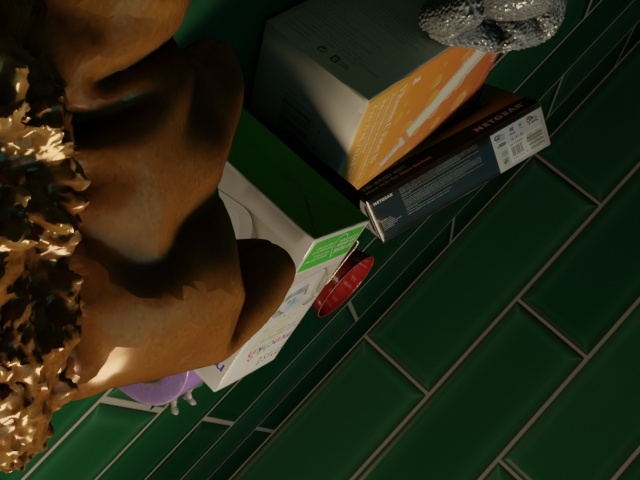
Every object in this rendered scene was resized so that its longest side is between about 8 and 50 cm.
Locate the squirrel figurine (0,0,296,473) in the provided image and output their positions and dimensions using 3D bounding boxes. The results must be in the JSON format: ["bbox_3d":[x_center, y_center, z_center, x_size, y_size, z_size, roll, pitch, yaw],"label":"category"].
[{"bbox_3d":[-0.174,-0.077,0.481,0.397,0.281,0.370,-52,159,-56],"label":"squirrel figurine"}]

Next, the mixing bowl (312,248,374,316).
[{"bbox_3d":[0.025,0.075,1.749,0.181,0.098,0.181,-43,163,-17],"label":"mixing bowl"}]

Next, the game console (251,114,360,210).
[{"bbox_3d":[-0.039,-0.022,1.061,0.044,0.213,0.361,-46,156,-23],"label":"game console"}]

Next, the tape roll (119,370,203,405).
[{"bbox_3d":[-0.221,0.119,1.044,0.080,0.189,0.189,-24,152,-53],"label":"tape roll"}]

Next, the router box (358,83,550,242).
[{"bbox_3d":[0.163,-0.143,1.233,0.309,0.243,0.081,-30,120,-10],"label":"router box"}]

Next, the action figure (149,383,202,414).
[{"bbox_3d":[-0.247,0.248,1.526,0.137,0.063,0.232,-25,149,-47],"label":"action figure"}]

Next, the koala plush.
[{"bbox_3d":[0.250,-0.343,0.899,0.203,0.196,0.221,10,155,-23],"label":"koala plush"}]

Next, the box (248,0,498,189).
[{"bbox_3d":[0.086,-0.233,1.052,0.345,0.168,0.215,-38,162,-32],"label":"box"}]

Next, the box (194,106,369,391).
[{"bbox_3d":[-0.120,-0.012,0.870,0.231,0.262,0.127,-55,162,27],"label":"box"}]

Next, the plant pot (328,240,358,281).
[{"bbox_3d":[0.000,0.000,1.493,0.109,0.109,0.096,-52,-172,15],"label":"plant pot"}]
